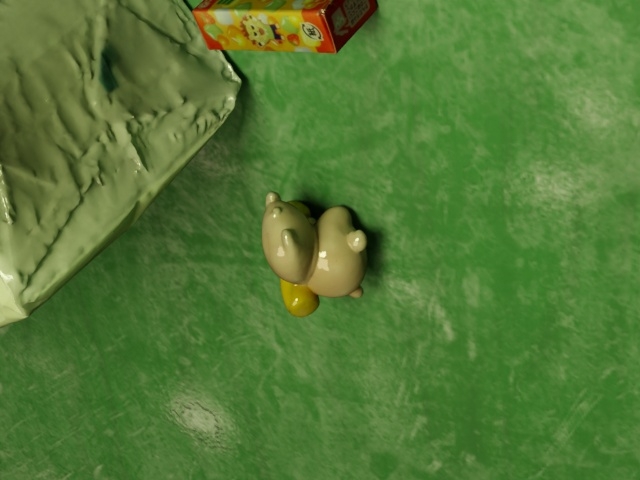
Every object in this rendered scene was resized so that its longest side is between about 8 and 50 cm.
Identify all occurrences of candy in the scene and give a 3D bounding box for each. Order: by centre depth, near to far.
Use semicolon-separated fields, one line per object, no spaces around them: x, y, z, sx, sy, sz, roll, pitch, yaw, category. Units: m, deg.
-0.026;-0.166;1.319;0.122;0.062;0.038;5;132;37;candy

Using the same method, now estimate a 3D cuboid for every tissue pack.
-0.287;-0.060;1.466;0.207;0.297;0.380;52;143;-15;tissue pack

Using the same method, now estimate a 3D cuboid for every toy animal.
0.000;0.000;1.469;0.082;0.091;0.114;-8;142;12;toy animal
